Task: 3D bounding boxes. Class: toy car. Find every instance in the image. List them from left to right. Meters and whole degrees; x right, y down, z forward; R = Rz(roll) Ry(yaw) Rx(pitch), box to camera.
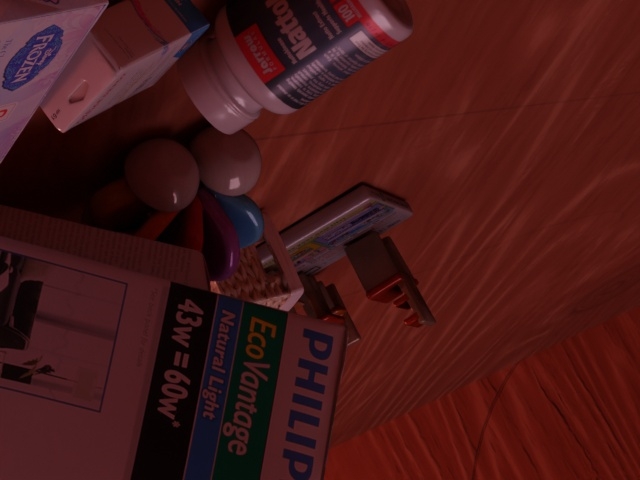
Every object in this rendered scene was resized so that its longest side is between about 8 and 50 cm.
[{"bbox_3d":[-0.131,-0.020,1.702,0.182,0.136,0.159,-16,161,-39],"label":"toy car"}]

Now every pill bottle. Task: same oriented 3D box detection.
[{"bbox_3d":[-0.024,-0.167,1.444,0.180,0.108,0.108,-33,165,18],"label":"pill bottle"}]

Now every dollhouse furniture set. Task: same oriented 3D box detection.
[{"bbox_3d":[0.004,0.109,2.304,0.259,0.135,0.262,-30,167,12],"label":"dollhouse furniture set"}]

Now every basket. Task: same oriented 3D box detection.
[{"bbox_3d":[-0.110,0.058,2.063,0.103,0.113,0.167,-17,162,-30],"label":"basket"}]

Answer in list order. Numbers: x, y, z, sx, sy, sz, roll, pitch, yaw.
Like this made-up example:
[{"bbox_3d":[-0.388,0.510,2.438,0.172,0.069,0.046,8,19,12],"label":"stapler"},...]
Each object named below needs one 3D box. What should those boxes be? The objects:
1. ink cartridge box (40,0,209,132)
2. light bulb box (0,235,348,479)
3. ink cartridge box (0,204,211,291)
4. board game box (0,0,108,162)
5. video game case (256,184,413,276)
[{"bbox_3d":[-0.156,-0.142,1.344,0.088,0.052,0.122,-40,179,38],"label":"ink cartridge box"},{"bbox_3d":[-0.209,0.182,1.551,0.361,0.225,0.358,15,156,-12],"label":"light bulb box"},{"bbox_3d":[-0.228,0.083,1.696,0.330,0.071,0.324,14,152,-14],"label":"ink cartridge box"},{"bbox_3d":[-0.350,-0.081,1.234,0.318,0.066,0.318,-16,162,-38],"label":"board game box"},{"bbox_3d":[0.000,0.000,2.243,0.212,0.023,0.193,-30,166,14],"label":"video game case"}]
